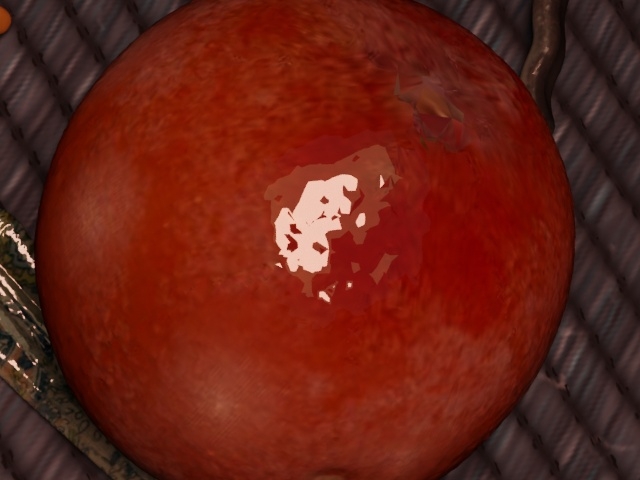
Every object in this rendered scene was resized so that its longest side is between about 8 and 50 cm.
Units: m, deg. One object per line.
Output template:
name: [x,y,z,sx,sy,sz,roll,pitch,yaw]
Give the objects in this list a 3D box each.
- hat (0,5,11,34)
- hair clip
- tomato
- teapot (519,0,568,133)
hat: [-0.262,-0.099,0.914,0.233,0.244,0.233,-16,110,-42]
hair clip: [-0.138,0.063,0.937,0.066,0.036,0.229,-40,81,-19]
tomato: [0.000,0.000,0.865,0.265,0.265,0.265,2,76,-10]
teapot: [0.279,-0.149,1.009,0.223,0.305,0.285,8,64,-45]
